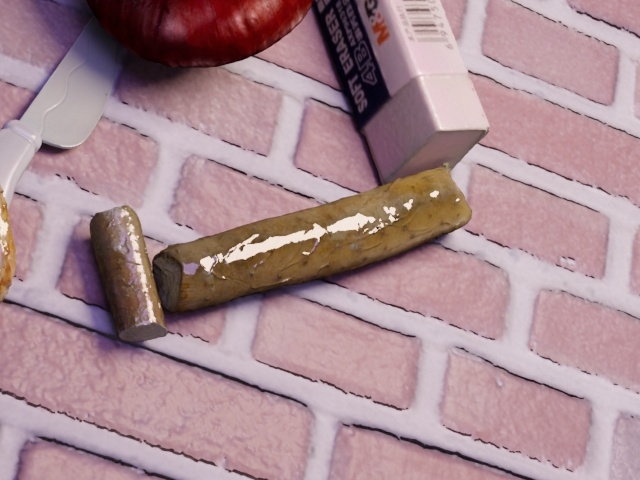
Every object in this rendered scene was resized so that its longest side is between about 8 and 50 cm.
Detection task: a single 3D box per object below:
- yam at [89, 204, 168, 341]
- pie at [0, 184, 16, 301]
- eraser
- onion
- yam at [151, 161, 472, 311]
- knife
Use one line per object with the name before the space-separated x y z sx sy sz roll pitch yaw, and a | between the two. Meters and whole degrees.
yam | -0.188 0.035 1.934 0.054 0.054 0.132 -6 67 -28
pie | -0.384 0.007 1.818 0.205 0.084 0.179 1 72 -8
eraser | 0.080 -0.213 2.155 0.086 0.130 0.287 -6 65 -32
onion | -0.118 -0.297 2.079 0.273 0.285 0.273 -4 73 13
yam | 0.000 0.000 2.033 0.371 0.083 0.083 -18 73 -31
knife | -0.275 -0.117 1.988 0.080 0.044 0.331 35 51 -1
